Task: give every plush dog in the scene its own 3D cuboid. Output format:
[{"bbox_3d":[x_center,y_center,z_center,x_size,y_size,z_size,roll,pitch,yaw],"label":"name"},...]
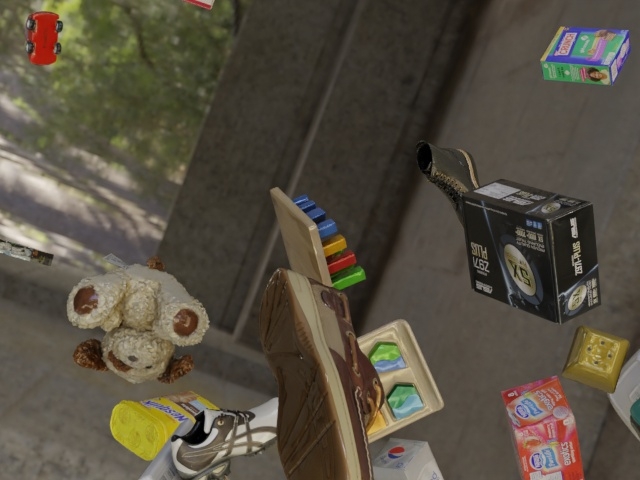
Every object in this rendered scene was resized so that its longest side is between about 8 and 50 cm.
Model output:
[{"bbox_3d":[-0.346,0.166,2.127,0.210,0.262,0.225,-90,12,-68],"label":"plush dog"}]

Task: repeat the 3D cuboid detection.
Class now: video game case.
[{"bbox_3d":[-0.176,0.391,1.651,0.026,0.206,0.227,-30,6,13],"label":"video game case"}]

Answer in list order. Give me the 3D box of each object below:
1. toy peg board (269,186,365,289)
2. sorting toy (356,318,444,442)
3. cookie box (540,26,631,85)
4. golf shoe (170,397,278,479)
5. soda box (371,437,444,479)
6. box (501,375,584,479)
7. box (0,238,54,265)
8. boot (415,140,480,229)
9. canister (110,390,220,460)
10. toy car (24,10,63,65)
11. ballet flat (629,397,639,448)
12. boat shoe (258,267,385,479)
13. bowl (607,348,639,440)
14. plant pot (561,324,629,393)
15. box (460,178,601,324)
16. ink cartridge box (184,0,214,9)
[{"bbox_3d":[0.000,0.000,1.798,0.161,0.079,0.161,44,153,55],"label":"toy peg board"},{"bbox_3d":[0.098,0.267,2.028,0.208,0.193,0.038,-24,13,1],"label":"sorting toy"},{"bbox_3d":[0.393,-0.275,1.658,0.092,0.107,0.040,-56,-38,-35],"label":"cookie box"},{"bbox_3d":[-0.126,0.270,1.609,0.198,0.094,0.077,-34,22,-27],"label":"golf shoe"},{"bbox_3d":[0.203,0.533,2.223,0.098,0.286,0.091,-3,29,43],"label":"soda box"},{"bbox_3d":[0.470,0.424,2.355,0.123,0.128,0.257,-102,-5,-52],"label":"box"},{"bbox_3d":[-0.578,0.021,2.149,0.137,0.094,0.027,65,-139,-84],"label":"box"},{"bbox_3d":[0.241,-0.086,2.050,0.077,0.137,0.198,-38,59,31],"label":"boot"},{"bbox_3d":[-0.270,0.326,1.997,0.170,0.126,0.073,-4,-66,-52],"label":"canister"},{"bbox_3d":[-0.467,-0.456,1.973,0.225,0.239,0.053,-34,41,-12],"label":"toy car"},{"bbox_3d":[0.479,0.274,1.549,0.072,0.068,0.213,-42,3,13],"label":"ballet flat"},{"bbox_3d":[0.020,0.165,1.237,0.123,0.123,0.342,-63,28,29],"label":"boat shoe"},{"bbox_3d":[0.521,0.247,1.773,0.142,0.053,0.142,58,134,35],"label":"bowl"},{"bbox_3d":[0.401,0.168,1.619,0.083,0.081,0.081,50,-120,-74],"label":"plant pot"},{"bbox_3d":[0.277,0.011,1.488,0.180,0.077,0.147,23,129,55],"label":"box"},{"bbox_3d":[-0.297,-0.470,1.842,0.237,0.172,0.100,28,103,42],"label":"ink cartridge box"}]
